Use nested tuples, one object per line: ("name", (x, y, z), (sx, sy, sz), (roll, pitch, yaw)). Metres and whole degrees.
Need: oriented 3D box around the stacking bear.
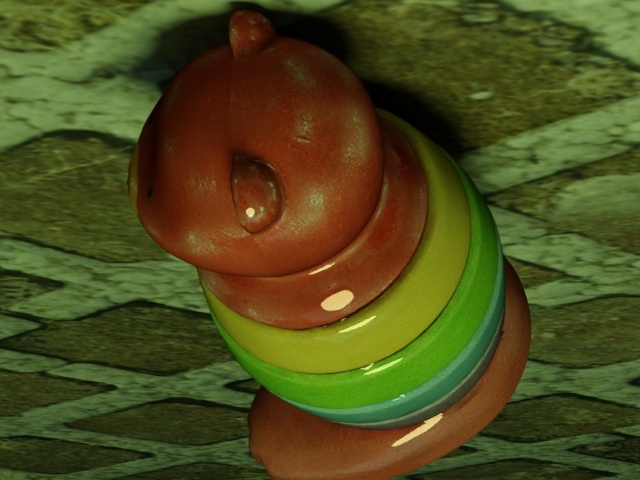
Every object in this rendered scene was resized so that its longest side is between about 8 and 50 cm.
("stacking bear", (0.000, 0.000, 0.846), (0.164, 0.175, 0.289), (-4, 156, 17))
